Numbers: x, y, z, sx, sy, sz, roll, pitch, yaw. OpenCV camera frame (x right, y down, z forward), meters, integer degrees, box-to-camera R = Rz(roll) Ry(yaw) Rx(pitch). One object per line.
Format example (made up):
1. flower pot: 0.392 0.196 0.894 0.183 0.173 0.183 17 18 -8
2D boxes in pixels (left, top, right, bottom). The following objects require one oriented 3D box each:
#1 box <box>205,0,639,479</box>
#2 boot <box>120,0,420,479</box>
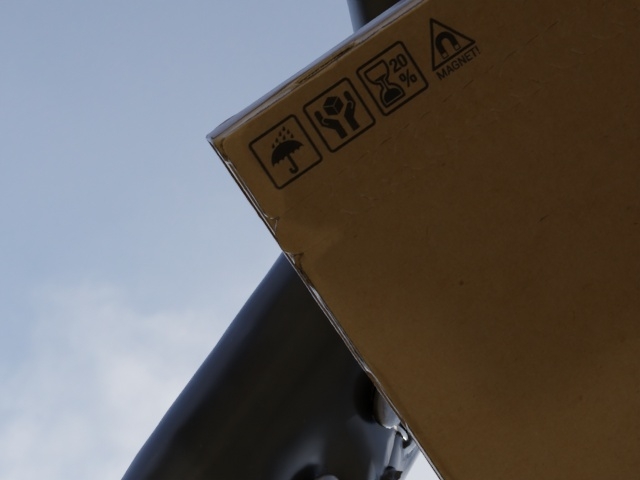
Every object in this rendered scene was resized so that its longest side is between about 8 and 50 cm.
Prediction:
1. box: 0.093 -0.020 0.501 0.201 0.021 0.164 -35 -77 -6
2. boot: 0.001 0.001 1.009 0.146 0.445 0.367 23 -20 44
